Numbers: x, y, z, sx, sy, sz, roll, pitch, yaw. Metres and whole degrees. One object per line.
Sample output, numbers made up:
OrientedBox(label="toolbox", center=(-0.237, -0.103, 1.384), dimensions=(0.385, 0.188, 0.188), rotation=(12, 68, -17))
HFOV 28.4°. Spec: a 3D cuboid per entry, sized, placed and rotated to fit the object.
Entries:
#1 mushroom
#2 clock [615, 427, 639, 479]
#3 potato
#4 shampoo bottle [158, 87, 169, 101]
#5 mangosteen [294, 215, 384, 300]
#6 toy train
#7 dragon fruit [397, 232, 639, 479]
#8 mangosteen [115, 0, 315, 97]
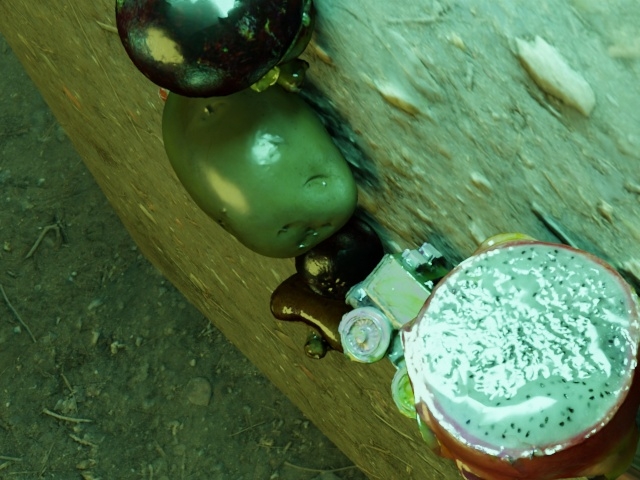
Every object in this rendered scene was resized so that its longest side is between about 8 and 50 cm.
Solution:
OrientedBox(label="mushroom", center=(0.025, 0.119, 2.278), dimensions=(0.231, 0.194, 0.138), rotation=(22, 118, 20))
OrientedBox(label="clock", center=(0.339, 0.228, 1.586), dimensions=(0.244, 0.056, 0.244), rotation=(33, -167, -9))
OrientedBox(label="potato", center=(-0.099, -0.125, 1.861), dimensions=(0.326, 0.221, 0.243), rotation=(53, 177, 5))
OrientedBox(label="shampoo bottle", center=(-0.242, -0.257, 2.349), dimensions=(0.221, 0.051, 0.108), rotation=(29, 158, 56))
OrientedBox(label="mangosteen", center=(0.031, 0.019, 2.041), dimensions=(0.152, 0.152, 0.152), rotation=(47, 167, 15))
OrientedBox(label="toy train", center=(0.149, 0.137, 1.804), dimensions=(0.261, 0.177, 0.134), rotation=(45, -157, 17))
OrientedBox(label="dragon fruit", center=(0.234, 0.157, 1.420), dimensions=(0.290, 0.290, 0.189), rotation=(41, 167, 35))
OrientedBox(label="mangosteen", center=(-0.114, -0.260, 1.550), dimensions=(0.231, 0.231, 0.289), rotation=(38, 171, 44))
